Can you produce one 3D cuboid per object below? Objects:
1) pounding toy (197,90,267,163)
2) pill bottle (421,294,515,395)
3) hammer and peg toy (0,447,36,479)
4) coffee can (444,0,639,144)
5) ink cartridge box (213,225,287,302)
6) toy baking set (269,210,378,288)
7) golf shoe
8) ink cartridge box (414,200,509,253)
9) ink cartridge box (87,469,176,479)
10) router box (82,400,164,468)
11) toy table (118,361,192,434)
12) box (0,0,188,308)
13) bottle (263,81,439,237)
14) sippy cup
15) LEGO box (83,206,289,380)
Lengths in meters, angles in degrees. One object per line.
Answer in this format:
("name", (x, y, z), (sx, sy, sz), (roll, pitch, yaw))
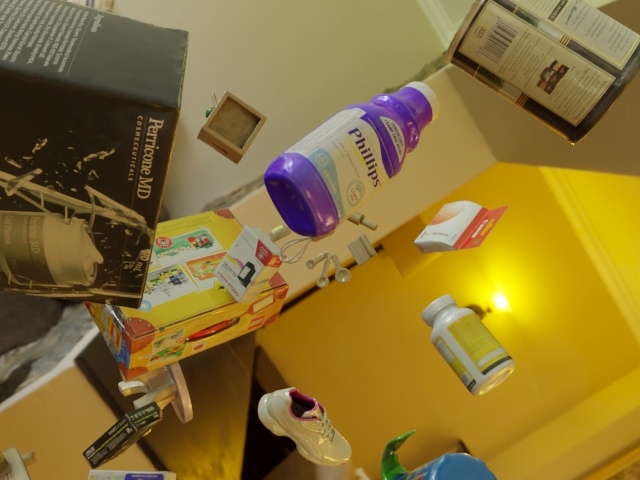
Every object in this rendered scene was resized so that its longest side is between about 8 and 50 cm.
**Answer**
("pounding toy", (-0.214, -0.269, 1.372), (0.141, 0.130, 0.100), (33, -19, -11))
("pill bottle", (0.278, 0.197, 1.152), (0.184, 0.103, 0.103), (54, 0, 29))
("hammer and peg toy", (-0.545, 0.407, 0.868), (0.361, 0.265, 0.128), (20, -48, 51))
("coffee can", (0.387, -0.327, 1.038), (0.275, 0.202, 0.201), (36, -1, 7))
("ink cartridge box", (-0.196, 0.068, 1.648), (0.127, 0.175, 0.072), (44, 17, 25))
("toy baking set", (0.005, -0.005, 1.385), (0.256, 0.197, 0.030), (33, -5, 23))
("golf shoe", (-0.020, 0.501, 1.601), (0.306, 0.140, 0.115), (37, 37, -17))
("ink cartridge box", (0.313, -0.036, 1.345), (0.045, 0.145, 0.179), (51, -28, -15))
("ink cartridge box", (-0.390, 0.565, 1.181), (0.045, 0.206, 0.208), (46, 42, -54))
("router box", (-0.355, 0.351, 1.084), (0.038, 0.122, 0.092), (50, 13, 12))
("toy table", (-0.510, 0.459, 1.837), (0.252, 0.160, 0.275), (-12, -83, 60))
("box", (-0.515, -0.161, 1.071), (0.298, 0.471, 0.480), (-101, -154, -46))
("bottle", (0.055, -0.123, 0.814), (0.092, 0.283, 0.118), (6, -51, 53))
("sippy cup", (0.247, 0.543, 1.194), (0.305, 0.224, 0.240), (31, 44, 4))
("LEGO box", (-0.409, 0.133, 1.781), (0.372, 0.499, 0.193), (49, -43, 28))
